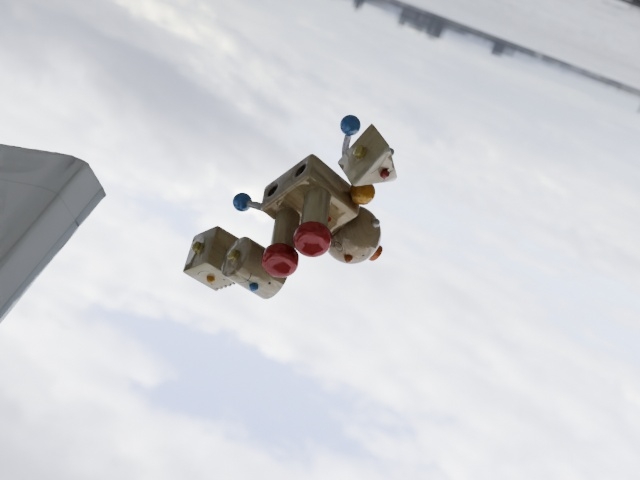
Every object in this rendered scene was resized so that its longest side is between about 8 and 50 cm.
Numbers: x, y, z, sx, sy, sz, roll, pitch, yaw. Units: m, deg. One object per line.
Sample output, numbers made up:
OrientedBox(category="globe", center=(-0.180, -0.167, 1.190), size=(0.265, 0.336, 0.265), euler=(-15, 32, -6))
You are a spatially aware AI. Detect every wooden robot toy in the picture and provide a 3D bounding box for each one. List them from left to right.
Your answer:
OrientedBox(category="wooden robot toy", center=(0.000, 0.000, 0.706), size=(0.079, 0.173, 0.076), euler=(34, -140, -30))

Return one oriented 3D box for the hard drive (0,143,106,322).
OrientedBox(category="hard drive", center=(-0.335, 0.064, 0.819), size=(0.233, 0.353, 0.047), euler=(11, 142, 34))
